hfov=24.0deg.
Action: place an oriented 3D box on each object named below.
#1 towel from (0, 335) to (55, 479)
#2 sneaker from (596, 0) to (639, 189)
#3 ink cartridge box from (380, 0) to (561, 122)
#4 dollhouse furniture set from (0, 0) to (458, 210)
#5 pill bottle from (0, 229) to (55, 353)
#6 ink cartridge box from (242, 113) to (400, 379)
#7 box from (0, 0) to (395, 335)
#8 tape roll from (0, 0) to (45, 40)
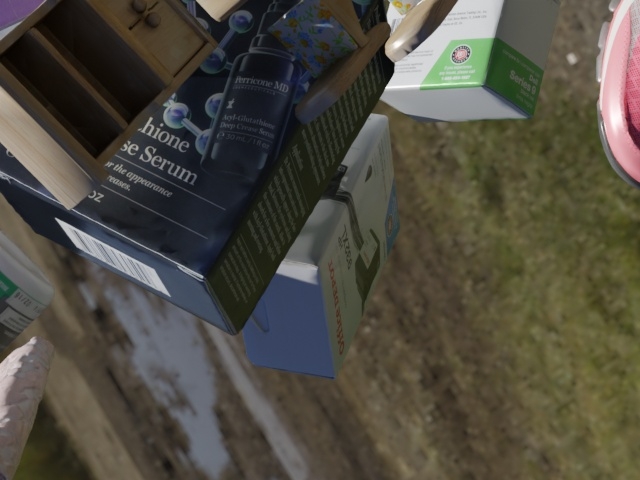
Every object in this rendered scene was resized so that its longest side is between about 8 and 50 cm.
[{"bbox_3d":[-0.436,0.274,1.694,0.053,0.317,0.332,45,-166,-17],"label":"towel"},{"bbox_3d":[0.274,-0.168,0.910,0.116,0.314,0.136,33,-177,-7],"label":"sneaker"},{"bbox_3d":[0.205,-0.313,2.012,0.211,0.289,0.121,3,163,46],"label":"ink cartridge box"},{"bbox_3d":[-0.132,-0.239,1.396,0.362,0.256,0.394,46,135,-12],"label":"dollhouse furniture set"},{"bbox_3d":[-0.550,0.130,2.029,0.204,0.361,0.204,44,178,2],"label":"pill bottle"},{"bbox_3d":[0.000,0.000,2.054,0.129,0.307,0.223,9,136,17],"label":"ink cartridge box"},{"bbox_3d":[-0.136,-0.145,1.730,0.293,0.395,0.212,26,164,15],"label":"box"},{"bbox_3d":[-0.391,-0.277,1.764,0.090,0.275,0.275,65,164,-8],"label":"tape roll"}]
